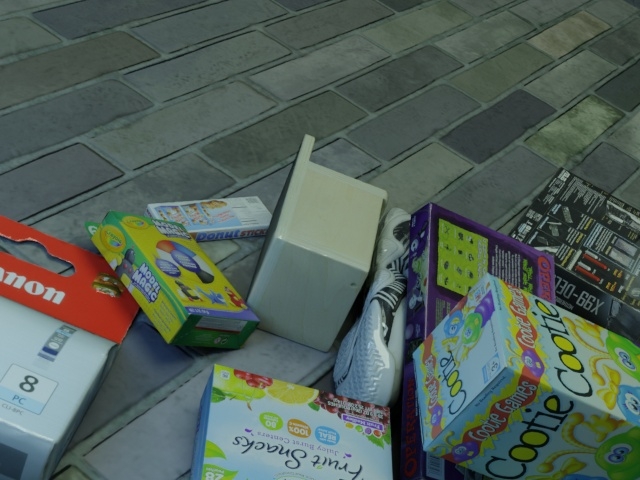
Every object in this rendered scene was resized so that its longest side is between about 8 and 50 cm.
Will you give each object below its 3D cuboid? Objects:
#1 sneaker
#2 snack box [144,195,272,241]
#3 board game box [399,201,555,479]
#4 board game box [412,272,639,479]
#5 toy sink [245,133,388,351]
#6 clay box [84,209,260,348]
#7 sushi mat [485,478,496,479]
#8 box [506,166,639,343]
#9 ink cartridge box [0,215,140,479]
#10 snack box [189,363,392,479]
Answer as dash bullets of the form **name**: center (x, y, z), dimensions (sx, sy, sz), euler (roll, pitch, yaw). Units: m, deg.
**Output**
- **sneaker**: center (0.146, 0.108, 1.427), dimensions (0.210, 0.137, 0.365), euler (22, 35, -5)
- **snack box**: center (-0.147, -0.029, 1.548), dimensions (0.178, 0.022, 0.064), euler (-6, 45, -37)
- **board game box**: center (0.191, 0.142, 1.328), dimensions (0.208, 0.056, 0.346), euler (20, 56, -23)
- **board game box**: center (0.254, 0.174, 1.196), dimensions (0.275, 0.142, 0.144), euler (24, 35, -20)
- **toy sink**: center (0.000, 0.000, 1.460), dimensions (0.131, 0.152, 0.234), euler (20, 38, -6)
- **clay box**: center (-0.184, 0.038, 1.374), dimensions (0.127, 0.053, 0.222), euler (11, 31, -53)
- **sushi mat**: center (0.187, 0.327, 1.187), dimensions (0.317, 0.019, 0.151), euler (-6, 76, -37)
- **box**: center (0.427, 0.020, 1.778), dimensions (0.242, 0.076, 0.307), euler (31, 34, 11)
- **ink cartridge box**: center (-0.365, 0.064, 1.225), dimensions (0.308, 0.091, 0.385), euler (22, 34, -2)
- **snack box**: center (-0.029, 0.236, 1.200), dimensions (0.207, 0.070, 0.174), euler (15, 37, -10)
